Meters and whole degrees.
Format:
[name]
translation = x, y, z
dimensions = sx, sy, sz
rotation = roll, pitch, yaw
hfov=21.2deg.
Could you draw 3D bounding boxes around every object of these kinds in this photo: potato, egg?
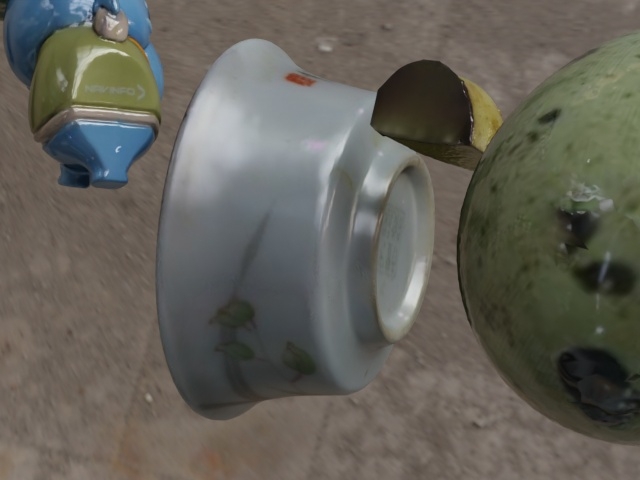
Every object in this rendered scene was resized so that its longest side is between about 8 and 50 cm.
[potato]
translation = 0.107, -0.096, 1.369
dimensions = 0.103, 0.096, 0.066
rotation = 26, 80, -60
[egg]
translation = 0.159, -0.011, 0.806
dimensions = 0.177, 0.177, 0.228
rotation = 39, 51, -16

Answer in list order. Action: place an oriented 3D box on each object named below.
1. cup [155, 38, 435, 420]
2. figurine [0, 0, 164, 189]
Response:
[cup]
translation = 0.000, 0.000, 1.523
dimensions = 0.163, 0.347, 0.347
rotation = 7, 97, 21
[figurine]
translation = -0.219, -0.158, 1.539
dimensions = 0.154, 0.180, 0.262
rotation = -5, 75, -6
